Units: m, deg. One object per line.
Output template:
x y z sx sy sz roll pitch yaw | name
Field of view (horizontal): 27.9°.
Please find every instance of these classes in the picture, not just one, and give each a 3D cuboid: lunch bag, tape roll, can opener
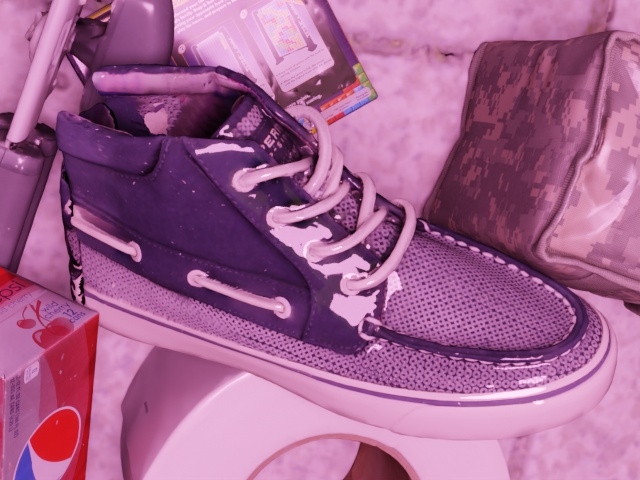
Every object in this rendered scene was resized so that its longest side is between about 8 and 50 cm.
0.246 -0.023 0.860 0.287 0.235 0.169 17 93 -15 | lunch bag
-0.011 0.164 0.881 0.246 0.169 0.246 -2 103 -11 | tape roll
-0.173 -0.040 0.814 0.095 0.076 0.283 21 112 -5 | can opener

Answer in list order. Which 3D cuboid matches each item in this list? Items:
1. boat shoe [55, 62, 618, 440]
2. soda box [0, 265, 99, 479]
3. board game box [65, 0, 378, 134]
0.000 0.000 0.726 0.341 0.127 0.158 10 134 16 | boat shoe
-0.207 0.153 0.822 0.083 0.092 0.263 23 123 19 | soda box
-0.069 -0.117 0.868 0.170 0.048 0.141 -29 105 -4 | board game box
